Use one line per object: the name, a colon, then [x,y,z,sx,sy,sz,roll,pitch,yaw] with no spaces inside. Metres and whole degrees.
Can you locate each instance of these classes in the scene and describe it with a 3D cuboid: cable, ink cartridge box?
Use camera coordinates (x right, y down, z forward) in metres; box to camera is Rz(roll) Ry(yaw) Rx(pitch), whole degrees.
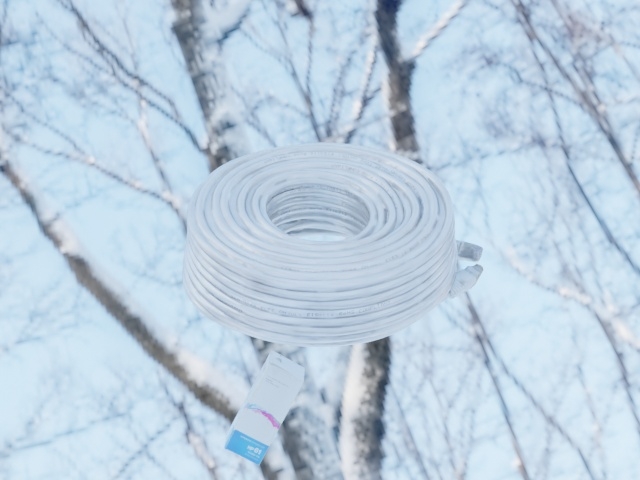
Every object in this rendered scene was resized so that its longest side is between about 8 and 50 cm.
cable: [0.000,0.000,1.332,0.257,0.257,0.089,-36,-40,-43]
ink cartridge box: [-0.068,0.206,1.784,0.052,0.088,0.122,26,-84,-3]
